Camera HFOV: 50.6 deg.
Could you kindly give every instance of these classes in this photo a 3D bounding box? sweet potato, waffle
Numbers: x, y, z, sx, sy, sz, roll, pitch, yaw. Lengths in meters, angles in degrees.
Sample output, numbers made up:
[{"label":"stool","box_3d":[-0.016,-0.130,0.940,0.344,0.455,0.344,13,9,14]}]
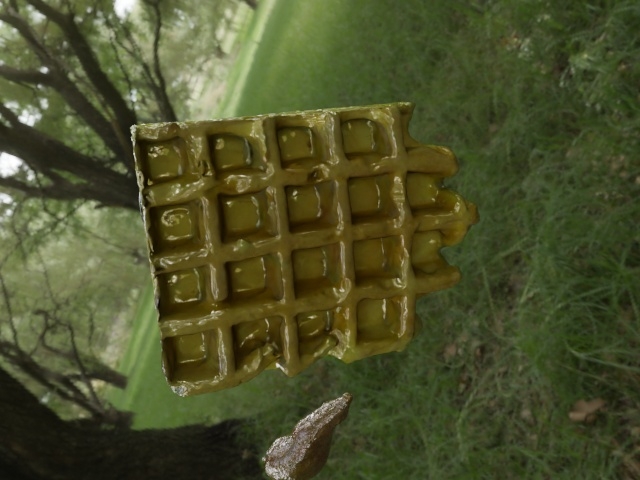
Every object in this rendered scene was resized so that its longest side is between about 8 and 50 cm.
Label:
[{"label":"sweet potato","box_3d":[-0.015,0.253,0.824,0.226,0.068,0.068,-50,23,42]},{"label":"waffle","box_3d":[0.000,0.000,0.418,0.055,0.210,0.161,-149,53,-71]}]
